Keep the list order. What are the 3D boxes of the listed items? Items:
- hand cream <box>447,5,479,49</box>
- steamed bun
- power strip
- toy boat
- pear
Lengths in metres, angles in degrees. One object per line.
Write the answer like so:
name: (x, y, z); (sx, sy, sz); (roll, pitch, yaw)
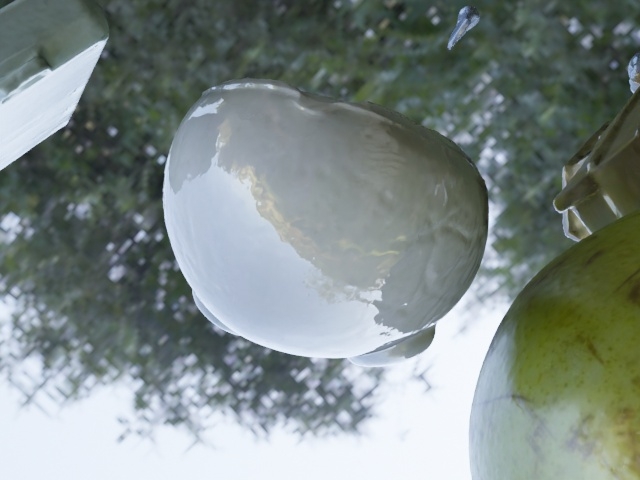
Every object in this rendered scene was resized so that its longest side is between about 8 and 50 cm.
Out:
hand cream: (0.123, -0.188, 1.396); (0.019, 0.030, 0.093); (37, -160, 1)
steamed bun: (0.000, 0.000, 0.892); (0.177, 0.228, 0.130); (16, -99, 10)
power strip: (-0.188, -0.077, 0.913); (0.118, 0.270, 0.046); (-37, -88, -16)
toy boat: (0.271, -0.071, 1.314); (0.136, 0.162, 0.445); (54, -156, -1)
pear: (0.223, 0.116, 0.936); (0.283, 0.283, 0.283); (26, -139, -25)
